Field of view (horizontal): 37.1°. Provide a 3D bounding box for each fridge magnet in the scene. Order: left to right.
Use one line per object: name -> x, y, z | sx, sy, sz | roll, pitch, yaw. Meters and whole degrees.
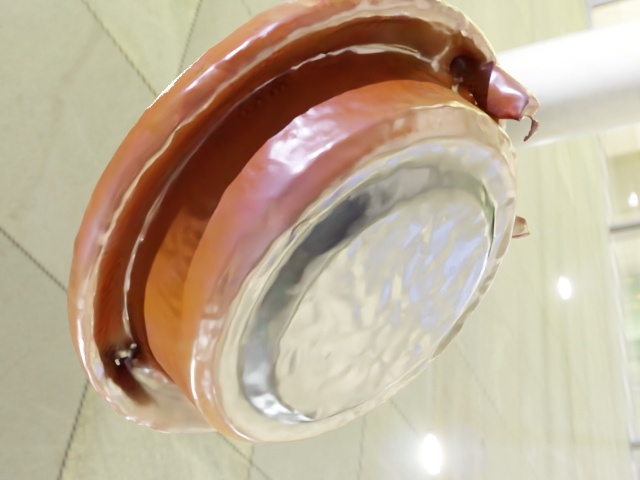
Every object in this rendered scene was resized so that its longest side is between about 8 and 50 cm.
fridge magnet -> 0.000, 0.000, 0.664 | 0.155, 0.363, 0.363 | 44, 2, 35
